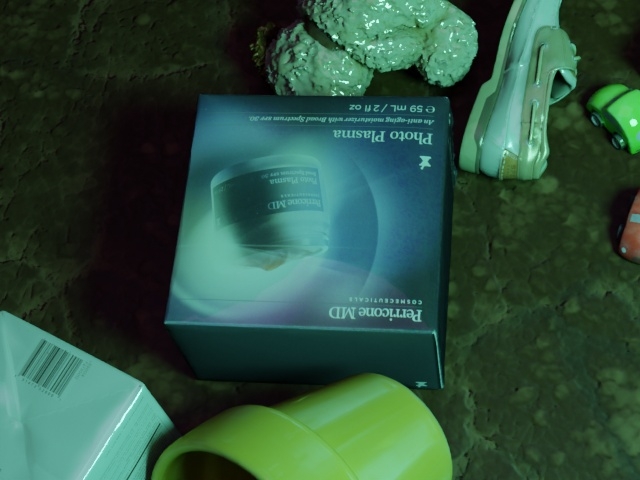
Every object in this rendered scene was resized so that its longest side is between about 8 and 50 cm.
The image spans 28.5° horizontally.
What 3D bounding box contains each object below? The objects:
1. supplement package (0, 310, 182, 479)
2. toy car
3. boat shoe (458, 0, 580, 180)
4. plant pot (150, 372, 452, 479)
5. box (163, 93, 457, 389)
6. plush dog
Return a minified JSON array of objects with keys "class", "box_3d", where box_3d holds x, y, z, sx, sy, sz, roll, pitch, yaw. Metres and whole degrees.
[{"class":"supplement package","box_3d":[-0.257,0.230,1.283,0.177,0.293,0.175,24,69,18]},{"class":"toy car","box_3d":[0.402,-0.112,1.502,0.239,0.053,0.225,-33,64,-10]},{"class":"boat shoe","box_3d":[0.265,-0.209,1.547,0.103,0.113,0.302,17,77,15]},{"class":"plant pot","box_3d":[0.000,0.257,1.256,0.254,0.254,0.239,40,45,24]},{"class":"box","box_3d":[0.000,0.000,1.431,0.296,0.183,0.294,1,64,9]},{"class":"plush dog","box_3d":[0.029,-0.249,1.568,0.262,0.210,0.225,40,101,25]}]
